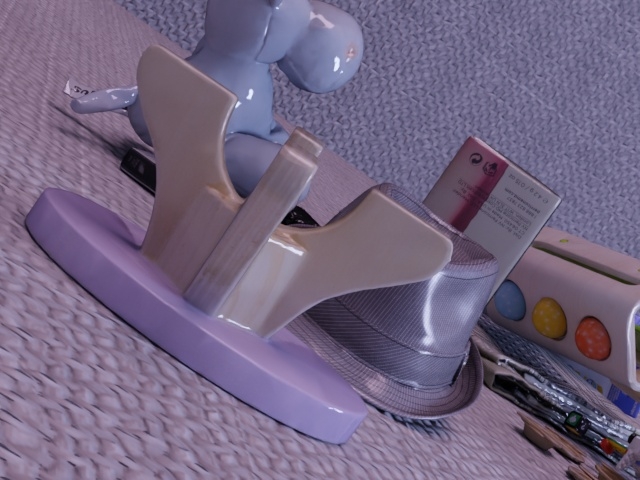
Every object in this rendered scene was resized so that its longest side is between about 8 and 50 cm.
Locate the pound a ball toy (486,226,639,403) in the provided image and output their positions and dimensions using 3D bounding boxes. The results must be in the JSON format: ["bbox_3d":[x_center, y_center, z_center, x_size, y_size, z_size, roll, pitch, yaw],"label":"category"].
[{"bbox_3d":[0.345,0.129,1.749,0.135,0.208,0.319,-17,24,-27],"label":"pound a ball toy"}]

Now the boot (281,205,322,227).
[{"bbox_3d":[0.000,0.001,1.662,0.121,0.045,0.099,31,6,-30],"label":"boot"}]

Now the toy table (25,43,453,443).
[{"bbox_3d":[-0.050,-0.001,0.966,0.274,0.161,0.252,33,7,-15],"label":"toy table"}]

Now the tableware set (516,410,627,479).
[{"bbox_3d":[0.283,0.241,1.505,0.141,0.020,0.168,39,8,26],"label":"tableware set"}]

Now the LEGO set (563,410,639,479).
[{"bbox_3d":[0.391,0.288,1.596,0.244,0.060,0.182,39,-11,-3],"label":"LEGO set"}]

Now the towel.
[{"bbox_3d":[0.280,0.170,1.812,0.312,0.056,0.324,32,9,-27],"label":"towel"}]

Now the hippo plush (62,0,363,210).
[{"bbox_3d":[-0.091,-0.190,1.473,0.294,0.236,0.234,29,6,-20],"label":"hippo plush"}]

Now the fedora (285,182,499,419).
[{"bbox_3d":[0.072,0.033,1.237,0.243,0.124,0.275,40,19,13],"label":"fedora"}]

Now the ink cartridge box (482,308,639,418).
[{"bbox_3d":[0.349,0.121,1.987,0.311,0.065,0.186,34,-26,20],"label":"ink cartridge box"}]

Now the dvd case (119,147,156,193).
[{"bbox_3d":[-0.076,-0.011,1.408,0.238,0.029,0.179,35,6,15],"label":"dvd case"}]

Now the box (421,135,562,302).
[{"bbox_3d":[0.160,0.010,1.573,0.127,0.232,0.148,36,7,7],"label":"box"}]
